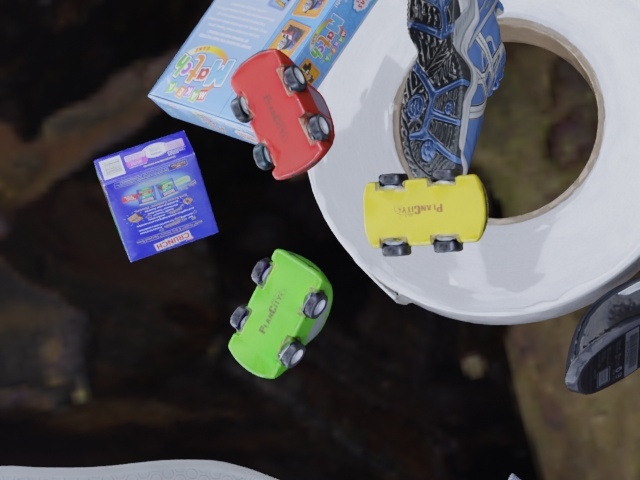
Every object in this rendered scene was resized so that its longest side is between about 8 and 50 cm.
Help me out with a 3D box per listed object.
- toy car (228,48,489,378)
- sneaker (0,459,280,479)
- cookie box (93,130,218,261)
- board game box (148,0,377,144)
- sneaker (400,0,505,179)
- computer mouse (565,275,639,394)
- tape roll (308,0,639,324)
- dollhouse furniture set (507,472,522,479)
[{"bbox_3d":[0.000,0.000,1.443,0.239,0.053,0.225,34,107,24],"label":"toy car"},{"bbox_3d":[-0.119,0.206,1.107,0.147,0.295,0.105,113,158,-48],"label":"sneaker"},{"bbox_3d":[-0.154,-0.040,1.786,0.107,0.091,0.040,77,172,-45],"label":"cookie box"},{"bbox_3d":[-0.034,-0.182,1.574,0.039,0.211,0.160,42,167,-37],"label":"board game box"},{"bbox_3d":[0.121,-0.135,1.603,0.080,0.081,0.211,-17,59,47],"label":"sneaker"},{"bbox_3d":[0.334,0.070,1.824,0.060,0.262,0.184,53,172,30],"label":"computer mouse"},{"bbox_3d":[0.176,-0.109,1.867,0.072,0.392,0.392,38,-145,-75],"label":"tape roll"},{"bbox_3d":[0.213,0.352,2.100,0.286,0.303,0.198,37,152,4],"label":"dollhouse furniture set"}]
